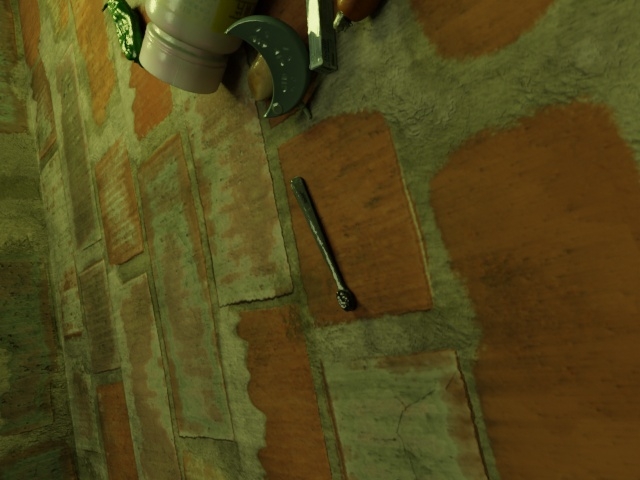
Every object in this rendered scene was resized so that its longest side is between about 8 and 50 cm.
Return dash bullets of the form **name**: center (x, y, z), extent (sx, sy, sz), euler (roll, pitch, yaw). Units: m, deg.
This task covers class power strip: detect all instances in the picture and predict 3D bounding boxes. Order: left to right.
- **power strip**: center (-0.082, -0.324, 0.909), extent (0.137, 0.044, 0.215), euler (-15, 117, 23)

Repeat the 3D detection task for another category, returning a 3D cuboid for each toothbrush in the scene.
- **toothbrush**: center (0.000, 0.000, 0.925), extent (0.030, 0.031, 0.297), euler (-29, 69, 16)

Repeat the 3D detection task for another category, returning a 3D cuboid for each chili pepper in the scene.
- **chili pepper**: center (-0.580, -0.636, 1.431), extent (0.100, 0.074, 0.256), euler (-36, 69, 40)

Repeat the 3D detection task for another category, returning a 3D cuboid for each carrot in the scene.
- **carrot**: center (0.123, -0.476, 0.750), extent (0.336, 0.069, 0.069), euler (-50, 59, 28)

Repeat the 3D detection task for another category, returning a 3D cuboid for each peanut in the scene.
- **peanut**: center (-0.101, -0.349, 0.971), extent (0.152, 0.076, 0.076), euler (-47, 61, 34)

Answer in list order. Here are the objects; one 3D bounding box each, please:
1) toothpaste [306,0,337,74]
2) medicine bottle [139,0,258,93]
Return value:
- **toothpaste**: center (0.001, -0.397, 0.880), extent (0.034, 0.046, 0.164), euler (-4, 90, 43)
- **medicine bottle**: center (-0.240, -0.523, 0.997), extent (0.213, 0.214, 0.378), euler (52, 126, 30)
